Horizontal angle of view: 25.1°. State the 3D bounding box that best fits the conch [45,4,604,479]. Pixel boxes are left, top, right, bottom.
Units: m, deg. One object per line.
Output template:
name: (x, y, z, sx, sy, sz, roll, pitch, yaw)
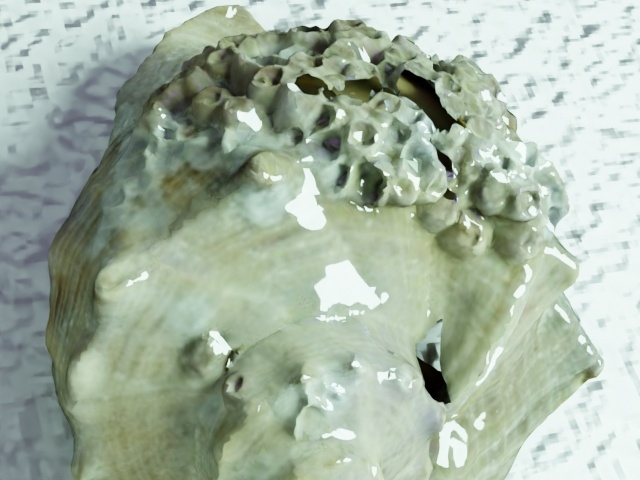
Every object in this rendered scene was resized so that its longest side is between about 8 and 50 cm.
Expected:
conch: (0.000, 0.000, 0.475, 0.178, 0.163, 0.245, 34, 24, -35)
